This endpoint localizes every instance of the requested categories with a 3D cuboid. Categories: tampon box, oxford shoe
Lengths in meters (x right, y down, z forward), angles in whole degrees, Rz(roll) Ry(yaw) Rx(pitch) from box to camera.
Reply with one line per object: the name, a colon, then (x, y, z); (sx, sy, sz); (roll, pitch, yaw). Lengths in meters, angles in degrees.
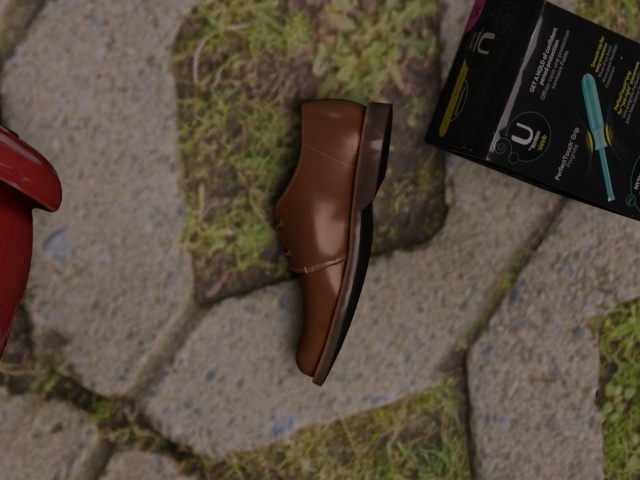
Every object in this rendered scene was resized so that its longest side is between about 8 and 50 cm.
tampon box: (0.182, -0.096, 1.063); (0.161, 0.101, 0.120); (19, 94, -25)
oxford shoe: (0.000, 0.000, 1.038); (0.076, 0.076, 0.212); (10, 102, 6)

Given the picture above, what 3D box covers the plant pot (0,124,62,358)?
plant pot: (-0.257, -0.003, 0.855); (0.191, 0.191, 0.174); (32, 82, -26)
